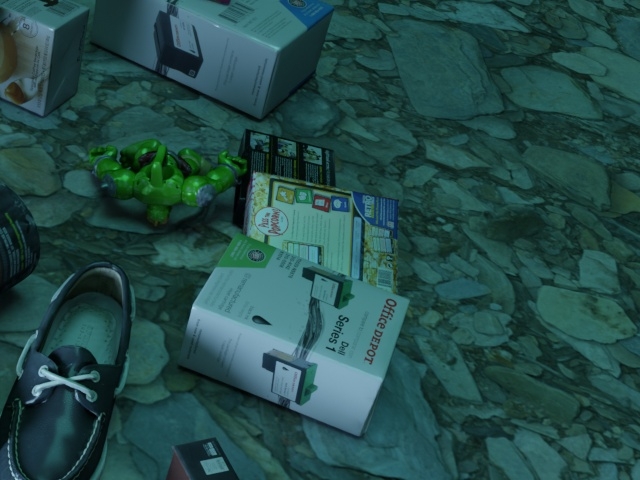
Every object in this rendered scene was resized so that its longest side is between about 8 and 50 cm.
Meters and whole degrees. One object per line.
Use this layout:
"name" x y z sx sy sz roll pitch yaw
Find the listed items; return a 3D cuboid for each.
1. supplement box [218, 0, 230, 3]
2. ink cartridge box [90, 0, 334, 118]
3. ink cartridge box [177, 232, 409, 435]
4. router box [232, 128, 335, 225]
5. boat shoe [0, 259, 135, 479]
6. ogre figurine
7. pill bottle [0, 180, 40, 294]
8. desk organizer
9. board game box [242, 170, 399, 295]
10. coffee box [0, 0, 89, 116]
"supplement box" -0.151 -0.396 1.691 0.055 0.043 0.083 16 34 -3
"ink cartridge box" -0.168 -0.339 1.758 0.307 0.129 0.223 25 36 10
"ink cartridge box" -0.024 0.101 1.249 0.219 0.092 0.160 20 35 3
"router box" -0.047 -0.075 1.524 0.133 0.046 0.179 13 35 -10
"boat shoe" -0.247 0.134 1.098 0.114 0.091 0.302 11 35 -11
"ogre figurine" -0.200 -0.082 1.418 0.197 0.097 0.118 23 25 -8
"pill bottle" -0.407 0.034 1.126 0.130 0.130 0.246 29 35 14
"desk organizer" -0.096 0.250 1.044 0.047 0.050 0.130 -7 42 -32
"board game box" 0.000 0.000 1.401 0.193 0.045 0.147 12 56 -11
"coffee box" -0.456 -0.290 1.546 0.246 0.141 0.098 23 35 8
